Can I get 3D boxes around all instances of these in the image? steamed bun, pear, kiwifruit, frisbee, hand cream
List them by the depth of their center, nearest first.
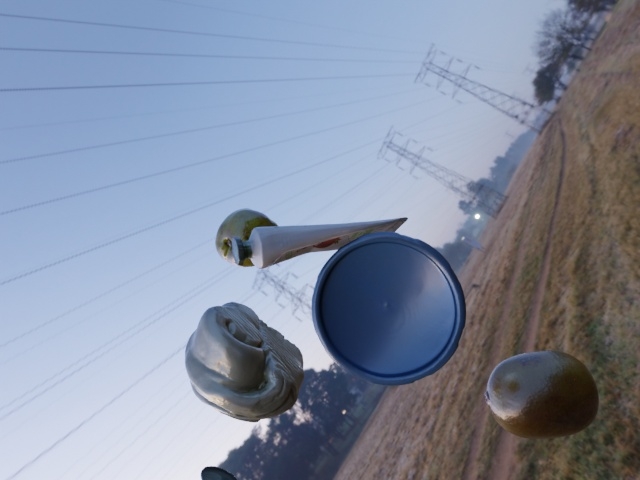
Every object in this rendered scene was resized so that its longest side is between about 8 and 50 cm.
[{"bbox_3d":[0.125,0.128,0.860,0.290,0.289,0.049,-59,-10,11],"label":"frisbee"},{"bbox_3d":[0.000,0.000,0.878,0.335,0.076,0.121,-7,-20,-22],"label":"hand cream"},{"bbox_3d":[0.496,0.351,1.039,0.196,0.233,0.196,-4,-90,-88],"label":"kiwifruit"},{"bbox_3d":[-0.223,0.352,1.257,0.255,0.342,0.367,-47,-6,5],"label":"steamed bun"},{"bbox_3d":[-0.232,-0.008,1.453,0.200,0.199,0.200,-50,-17,-21],"label":"pear"}]

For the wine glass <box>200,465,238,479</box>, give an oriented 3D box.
[{"bbox_3d":[-0.272,0.630,1.001,0.231,0.103,0.103,-61,-15,-1],"label":"wine glass"}]
